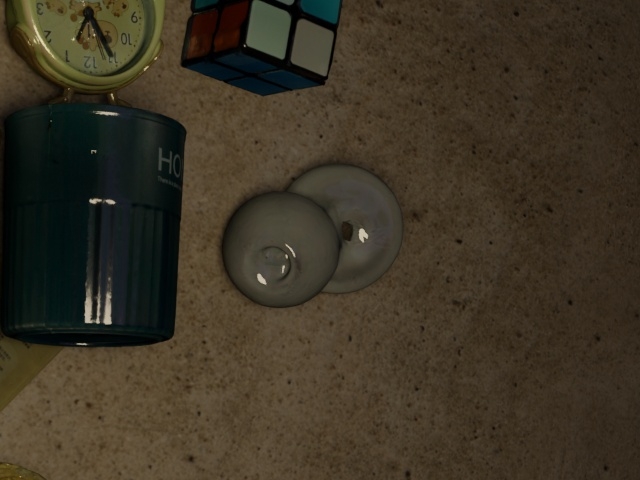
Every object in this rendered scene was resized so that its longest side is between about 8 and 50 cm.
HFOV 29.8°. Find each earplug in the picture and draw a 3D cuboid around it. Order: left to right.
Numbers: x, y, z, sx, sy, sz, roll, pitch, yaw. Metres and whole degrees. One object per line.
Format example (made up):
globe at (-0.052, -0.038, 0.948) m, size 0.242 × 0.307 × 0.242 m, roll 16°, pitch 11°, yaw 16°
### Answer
earplug at (-0.008, 0.000, 1.893) m, size 0.326 × 0.175 × 0.214 m, roll -20°, pitch 103°, yaw -37°

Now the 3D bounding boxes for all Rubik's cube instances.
Rubik's cube at (-0.089, -0.334, 1.834) m, size 0.167 × 0.183 × 0.180 m, roll 16°, pitch 77°, yaw -38°

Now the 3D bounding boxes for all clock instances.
clock at (-0.335, -0.312, 1.693) m, size 0.235 × 0.096 × 0.307 m, roll -2°, pitch 90°, yaw -39°

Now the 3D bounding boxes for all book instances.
book at (-0.439, 0.125, 1.646) m, size 0.231 × 0.026 × 0.161 m, roll -48°, pitch 117°, yaw -29°

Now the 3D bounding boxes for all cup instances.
cup at (-0.309, -0.005, 1.627) m, size 0.242 × 0.308 × 0.292 m, roll 2°, pitch 78°, yaw -12°

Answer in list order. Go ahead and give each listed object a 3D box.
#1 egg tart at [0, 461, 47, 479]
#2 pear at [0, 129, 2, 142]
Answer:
egg tart at (-0.465, 0.385, 1.581) m, size 0.252 × 0.098 × 0.231 m, roll -23°, pitch 110°, yaw -32°
pear at (-0.483, -0.143, 1.571) m, size 0.131 × 0.107 × 0.107 m, roll -23°, pitch 103°, yaw -34°
